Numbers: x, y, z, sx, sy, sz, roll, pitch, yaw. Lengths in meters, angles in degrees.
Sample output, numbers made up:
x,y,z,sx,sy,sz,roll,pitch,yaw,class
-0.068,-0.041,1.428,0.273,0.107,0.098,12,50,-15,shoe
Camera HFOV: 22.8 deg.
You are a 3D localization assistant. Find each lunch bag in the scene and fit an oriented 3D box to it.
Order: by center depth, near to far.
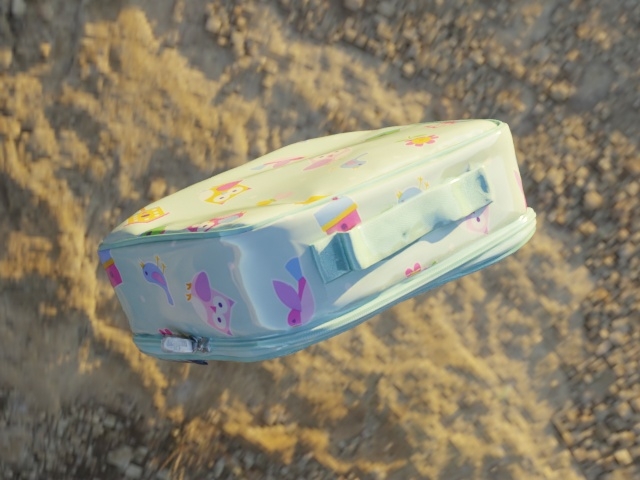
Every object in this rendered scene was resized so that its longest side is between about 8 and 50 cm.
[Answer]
x,y,z,sx,sy,sz,roll,pitch,yaw,class
0.000,0.000,1.104,0.279,0.224,0.107,-26,106,-36,lunch bag
